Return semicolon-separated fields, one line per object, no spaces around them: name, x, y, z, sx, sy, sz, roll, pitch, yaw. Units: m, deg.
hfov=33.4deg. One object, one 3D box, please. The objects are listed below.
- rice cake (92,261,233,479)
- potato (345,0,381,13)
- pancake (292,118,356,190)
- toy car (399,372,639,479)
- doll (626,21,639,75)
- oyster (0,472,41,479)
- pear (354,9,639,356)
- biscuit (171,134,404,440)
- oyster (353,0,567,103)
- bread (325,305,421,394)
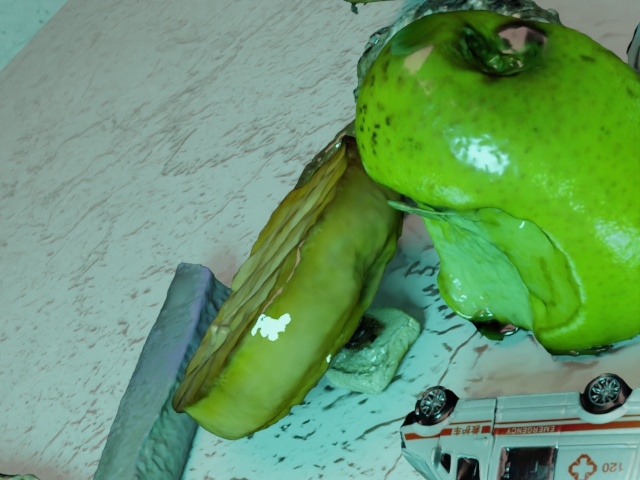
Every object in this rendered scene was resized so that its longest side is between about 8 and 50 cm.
rice cake;-0.157;0.172;1.058;0.070;0.064;0.399;-18;37;27
potato;0.157;-0.407;1.300;0.237;0.301;0.288;18;87;29
pancake;0.036;-0.078;1.205;0.199;0.021;0.199;-32;31;22
toy car;0.139;0.156;0.692;0.210;0.089;0.108;-10;47;39
doll;0.308;-0.130;0.850;0.107;0.110;0.180;-20;33;-2
oyster;-0.351;0.292;1.057;0.166;0.094;0.294;-3;7;-26
pear;0.153;-0.052;0.791;0.238;0.255;0.164;10;56;50
biscuit;-0.021;0.049;0.957;0.296;0.102;0.296;-54;8;11
oyster;0.153;-0.199;1.125;0.268;0.112;0.198;-12;37;32
bread;0.047;0.096;0.940;0.083;0.035;0.070;-51;29;-20
